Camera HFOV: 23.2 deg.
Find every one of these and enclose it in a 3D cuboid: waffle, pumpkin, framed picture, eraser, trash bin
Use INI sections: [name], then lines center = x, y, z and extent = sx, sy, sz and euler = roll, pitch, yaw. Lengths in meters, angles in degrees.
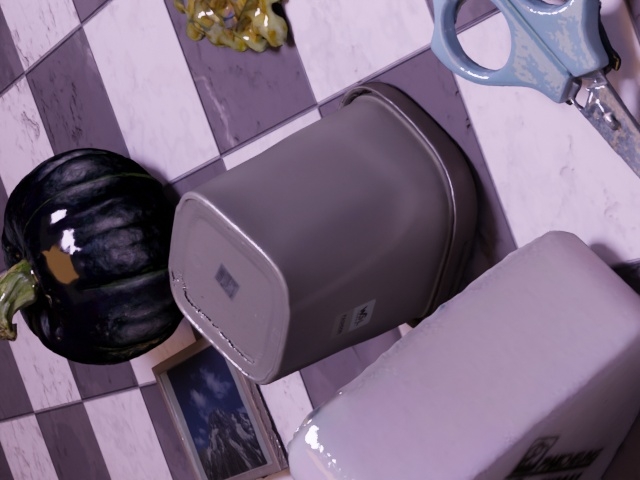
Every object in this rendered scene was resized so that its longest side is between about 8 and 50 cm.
[waffle]
center = -0.118, -0.316, 1.723
extent = 0.204, 0.054, 0.223
euler = 21, 124, 53
[pumpkin]
center = -0.324, 0.030, 2.045
extent = 0.296, 0.296, 0.296
euler = 35, 135, 44
[framed picture]
center = -0.140, 0.236, 2.118
extent = 0.281, 0.019, 0.209
euler = -35, 77, 59
[eraser]
center = 0.125, 0.179, 1.373
extent = 0.150, 0.331, 0.331
euler = 50, 144, 30
[trash bin]
center = 0.000, 0.000, 1.529
extent = 0.219, 0.250, 0.220
euler = 41, 139, 30

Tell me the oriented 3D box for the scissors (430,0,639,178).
[scissors]
center = 0.228, -0.115, 1.277
extent = 0.360, 0.029, 0.191
euler = 52, 133, 10
